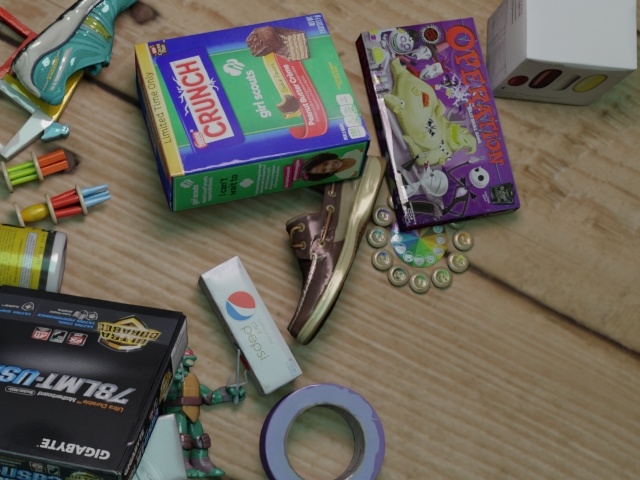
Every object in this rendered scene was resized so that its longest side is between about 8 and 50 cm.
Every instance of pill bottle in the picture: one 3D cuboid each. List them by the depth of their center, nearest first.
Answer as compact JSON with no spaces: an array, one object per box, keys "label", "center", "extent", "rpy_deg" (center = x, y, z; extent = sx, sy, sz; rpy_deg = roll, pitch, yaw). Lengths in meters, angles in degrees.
[{"label":"pill bottle","center":[-0.497,0.031,1.782],"extent":[0.209,0.119,0.119],"rpy_deg":[8,78,-9]}]

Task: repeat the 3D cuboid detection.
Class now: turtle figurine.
[{"label":"turtle figurine","center":[-0.195,0.246,1.803],"extent":[0.175,0.118,0.234],"rpy_deg":[8,76,-51]}]

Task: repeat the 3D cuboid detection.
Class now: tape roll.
[{"label":"tape roll","center":[0.001,0.320,1.838],"extent":[0.189,0.080,0.188],"rpy_deg":[2,80,-9]}]

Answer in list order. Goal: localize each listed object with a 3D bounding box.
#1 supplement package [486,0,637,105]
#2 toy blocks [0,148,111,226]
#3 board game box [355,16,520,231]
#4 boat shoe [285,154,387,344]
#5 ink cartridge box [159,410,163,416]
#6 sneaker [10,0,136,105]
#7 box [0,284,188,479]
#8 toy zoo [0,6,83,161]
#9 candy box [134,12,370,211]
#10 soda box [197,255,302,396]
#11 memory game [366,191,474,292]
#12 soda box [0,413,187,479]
[{"label":"supplement package","center":[0.401,-0.332,1.971],"extent":[0.194,0.203,0.149],"rpy_deg":[4,79,-9]},{"label":"toy blocks","center":[-0.416,-0.089,1.853],"extent":[0.148,0.054,0.123],"rpy_deg":[-18,83,-13]},{"label":"board game box","center":[0.197,-0.199,1.984],"extent":[0.208,0.056,0.346],"rpy_deg":[-10,79,-17]},{"label":"boat shoe","center":[0.000,0.000,1.885],"extent":[0.123,0.123,0.341],"rpy_deg":[21,72,2]},{"label":"ink cartridge box","center":[-0.325,0.316,1.753],"extent":[0.224,0.045,0.223],"rpy_deg":[5,77,-35]},{"label":"sneaker","center":[-0.375,-0.322,1.877],"extent":[0.110,0.107,0.275],"rpy_deg":[49,60,-18]},{"label":"box","center":[-0.364,0.200,1.625],"extent":[0.296,0.073,0.293],"rpy_deg":[9,41,9]},{"label":"toy zoo","center":[-0.519,-0.261,1.880],"extent":[0.293,0.030,0.192],"rpy_deg":[37,75,-2]},{"label":"candy box","center":[-0.115,-0.206,1.857],"extent":[0.317,0.122,0.268],"rpy_deg":[-13,61,-12]},{"label":"soda box","center":[-0.113,0.136,1.855],"extent":[0.069,0.074,0.216],"rpy_deg":[-27,85,-14]},{"label":"memory game","center":[0.168,-0.003,1.964],"extent":[0.186,0.012,0.186],"rpy_deg":[2,78,-10]},{"label":"soda box","center":[-0.337,0.318,1.641],"extent":[0.286,0.091,0.098],"rpy_deg":[-10,82,-14]}]
